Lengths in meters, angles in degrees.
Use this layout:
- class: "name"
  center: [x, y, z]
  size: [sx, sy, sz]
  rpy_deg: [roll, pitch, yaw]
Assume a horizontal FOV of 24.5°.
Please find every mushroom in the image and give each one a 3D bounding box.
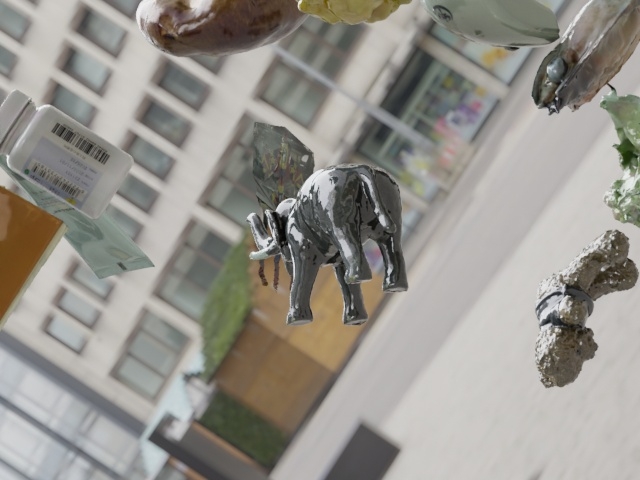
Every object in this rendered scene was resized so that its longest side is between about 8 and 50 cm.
- class: "mushroom"
  center: [-0.146, -0.395, 2.312]
  size: [0.267, 0.267, 0.254]
  rpy_deg: [26, -104, -89]

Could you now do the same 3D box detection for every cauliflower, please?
- class: "cauliflower"
  center: [0.481, -0.134, 2.021]
  size: [0.256, 0.239, 0.315]
  rpy_deg: [-39, -39, 25]

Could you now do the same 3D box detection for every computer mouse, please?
- class: "computer mouse"
  center: [0.155, -0.212, 1.390]
  size: [0.089, 0.182, 0.056]
  rpy_deg: [14, 84, 51]

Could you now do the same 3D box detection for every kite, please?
- class: "kite"
  center: [-0.054, -0.043, 2.047]
  size: [0.015, 0.141, 0.245]
  rpy_deg: [-14, 66, 38]

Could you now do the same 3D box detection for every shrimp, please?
- class: "shrimp"
  center: [0.275, -0.181, 1.477]
  size: [0.317, 0.062, 0.164]
  rpy_deg: [-44, -22, -45]

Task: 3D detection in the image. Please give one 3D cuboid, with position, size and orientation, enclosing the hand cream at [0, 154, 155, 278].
- class: "hand cream"
  center: [-0.375, -0.052, 2.164]
  size: [0.109, 0.320, 0.067]
  rpy_deg: [-13, 41, 29]

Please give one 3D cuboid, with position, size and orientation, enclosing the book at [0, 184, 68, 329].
- class: "book"
  center: [-0.535, 0.073, 1.917]
  size: [0.374, 0.262, 0.028]
  rpy_deg: [-59, -11, -11]

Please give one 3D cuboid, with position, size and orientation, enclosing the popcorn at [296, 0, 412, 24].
- class: "popcorn"
  center: [0.043, -0.328, 1.525]
  size: [0.200, 0.203, 0.226]
  rpy_deg: [-39, -45, -61]

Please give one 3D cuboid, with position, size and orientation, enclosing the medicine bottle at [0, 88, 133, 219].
- class: "medicine bottle"
  center: [-0.353, -0.116, 1.981]
  size: [0.103, 0.187, 0.103]
  rpy_deg: [-56, 9, 14]

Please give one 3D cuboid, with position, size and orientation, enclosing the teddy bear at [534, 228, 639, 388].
- class: "teddy bear"
  center: [0.390, 0.105, 2.276]
  size: [0.251, 0.129, 0.182]
  rpy_deg: [-61, -36, -14]

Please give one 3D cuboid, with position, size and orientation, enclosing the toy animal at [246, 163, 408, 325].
- class: "toy animal"
  center: [0.000, 0.010, 1.341]
  size: [0.269, 0.082, 0.137]
  rpy_deg: [-26, 69, 60]
